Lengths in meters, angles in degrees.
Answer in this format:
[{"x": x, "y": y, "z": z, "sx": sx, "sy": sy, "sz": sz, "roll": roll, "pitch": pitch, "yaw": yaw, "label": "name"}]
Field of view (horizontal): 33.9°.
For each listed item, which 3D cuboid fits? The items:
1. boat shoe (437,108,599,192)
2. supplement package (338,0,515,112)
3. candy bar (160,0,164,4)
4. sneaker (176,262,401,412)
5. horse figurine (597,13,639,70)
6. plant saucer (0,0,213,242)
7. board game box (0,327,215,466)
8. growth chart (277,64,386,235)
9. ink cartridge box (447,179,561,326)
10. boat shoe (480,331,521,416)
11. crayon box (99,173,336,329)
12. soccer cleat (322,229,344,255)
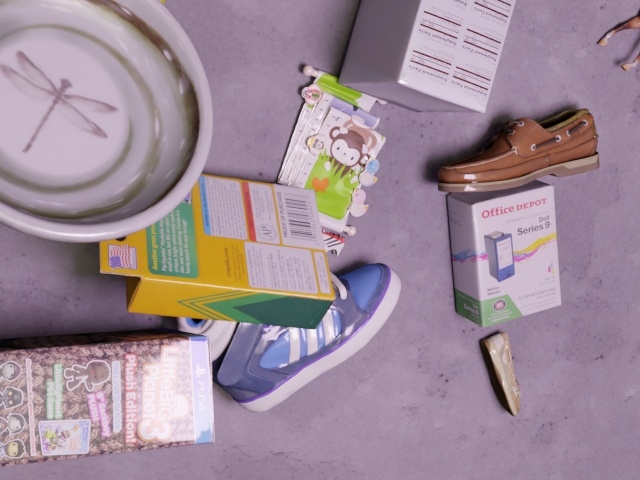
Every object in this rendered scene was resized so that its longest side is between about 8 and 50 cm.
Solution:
[{"x": 0.310, "y": -0.146, "z": 1.676, "sx": 0.307, "sy": 0.110, "sz": 0.104, "roll": -14, "pitch": 105, "yaw": -30, "label": "boat shoe"}, {"x": 0.153, "y": -0.299, "z": 1.500, "sx": 0.149, "sy": 0.194, "sz": 0.203, "roll": 15, "pitch": 91, "yaw": -25, "label": "supplement package"}, {"x": -0.237, "y": -0.293, "z": 1.443, "sx": 0.040, "sy": 0.018, "sz": 0.161, "roll": 7, "pitch": 101, "yaw": -21, "label": "candy bar"}, {"x": -0.057, "y": 0.085, "z": 1.555, "sx": 0.323, "sy": 0.130, "sz": 0.236, "roll": -38, "pitch": 119, "yaw": -4, "label": "sneaker"}, {"x": 0.587, "y": -0.322, "z": 1.765, "sx": 0.174, "sy": 0.066, "sz": 0.263, "roll": -46, "pitch": 114, "yaw": 0, "label": "horse figurine"}, {"x": -0.335, "y": -0.177, "z": 1.333, "sx": 0.400, "sy": 0.100, "sz": 0.401, "roll": 12, "pitch": 65, "yaw": -28, "label": "plant saucer"}, {"x": -0.314, "y": 0.201, "z": 1.406, "sx": 0.291, "sy": 0.232, "sz": 0.141, "roll": -2, "pitch": 89, "yaw": -23, "label": "board game box"}, {"x": 0.021, "y": -0.131, "z": 1.595, "sx": 0.172, "sy": 0.021, "sz": 0.237, "roll": 11, "pitch": 100, "yaw": -26, "label": "growth chart"}, {"x": 0.299, "y": 0.016, "z": 1.713, "sx": 0.154, "sy": 0.093, "sz": 0.212, "roll": -13, "pitch": 106, "yaw": -19, "label": "ink cartridge box"}, {"x": 0.319, "y": 0.230, "z": 1.799, "sx": 0.048, "sy": 0.056, "sz": 0.153, "roll": -24, "pitch": 105, "yaw": -11, "label": "boat shoe"}, {"x": -0.155, "y": 0.006, "z": 1.448, "sx": 0.323, "sy": 0.203, "sz": 0.083, "roll": 8, "pitch": 138, "yaw": -22, "label": "crayon box"}, {"x": 0.000, "y": 0.000, "z": 1.616, "sx": 0.083, "sy": 0.029, "sz": 0.036, "roll": 17, "pitch": 92, "yaw": -31, "label": "soccer cleat"}]
